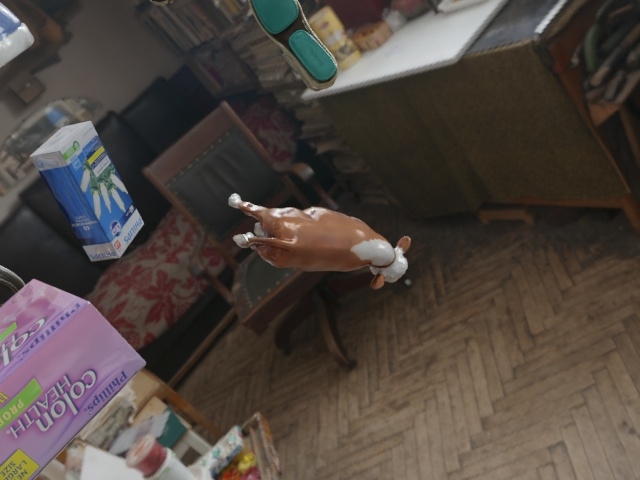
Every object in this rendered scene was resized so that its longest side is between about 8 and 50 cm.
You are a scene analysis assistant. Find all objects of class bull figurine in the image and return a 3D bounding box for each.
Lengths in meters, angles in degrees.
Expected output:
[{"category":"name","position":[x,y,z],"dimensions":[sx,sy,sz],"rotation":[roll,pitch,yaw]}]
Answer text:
[{"category":"bull figurine","position":[0.000,0.000,1.023],"dimensions":[0.189,0.311,0.101],"rotation":[20,94,42]}]

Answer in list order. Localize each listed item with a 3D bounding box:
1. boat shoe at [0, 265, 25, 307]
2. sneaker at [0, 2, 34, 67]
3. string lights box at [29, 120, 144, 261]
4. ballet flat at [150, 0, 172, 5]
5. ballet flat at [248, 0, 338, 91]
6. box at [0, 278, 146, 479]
[{"category":"boat shoe","position":[-0.773,0.074,1.317],"dimensions":[0.112,0.335,0.095],"rotation":[-57,26,15]},{"category":"sneaker","position":[-0.330,-0.100,0.320],"dimensions":[0.316,0.182,0.127],"rotation":[-29,27,0]},{"category":"string lights box","position":[-0.478,-0.099,1.364],"dimensions":[0.077,0.259,0.133],"rotation":[-8,34,18]},{"category":"ballet flat","position":[-0.265,-0.426,1.084],"dimensions":[0.074,0.074,0.203],"rotation":[-37,25,8]},{"category":"ballet flat","position":[-0.056,-0.383,1.213],"dimensions":[0.086,0.248,0.086],"rotation":[-32,2,2]},{"category":"box","position":[-0.384,0.175,0.849],"dimensions":[0.243,0.117,0.213],"rotation":[8,48,51]}]
